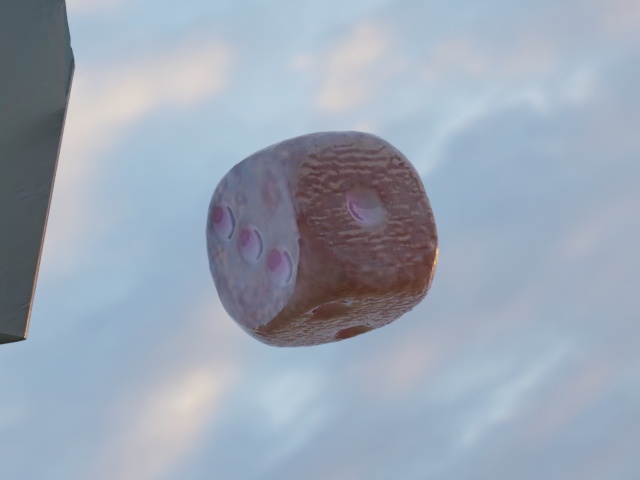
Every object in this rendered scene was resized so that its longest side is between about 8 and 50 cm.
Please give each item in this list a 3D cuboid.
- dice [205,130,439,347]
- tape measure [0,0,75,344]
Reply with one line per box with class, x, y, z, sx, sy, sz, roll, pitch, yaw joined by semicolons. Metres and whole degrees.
dice;0.000;0.000;0.997;0.094;0.093;0.091;-2;-22;-34
tape measure;-0.225;-0.074;0.594;0.262;0.259;0.138;12;-33;-29
